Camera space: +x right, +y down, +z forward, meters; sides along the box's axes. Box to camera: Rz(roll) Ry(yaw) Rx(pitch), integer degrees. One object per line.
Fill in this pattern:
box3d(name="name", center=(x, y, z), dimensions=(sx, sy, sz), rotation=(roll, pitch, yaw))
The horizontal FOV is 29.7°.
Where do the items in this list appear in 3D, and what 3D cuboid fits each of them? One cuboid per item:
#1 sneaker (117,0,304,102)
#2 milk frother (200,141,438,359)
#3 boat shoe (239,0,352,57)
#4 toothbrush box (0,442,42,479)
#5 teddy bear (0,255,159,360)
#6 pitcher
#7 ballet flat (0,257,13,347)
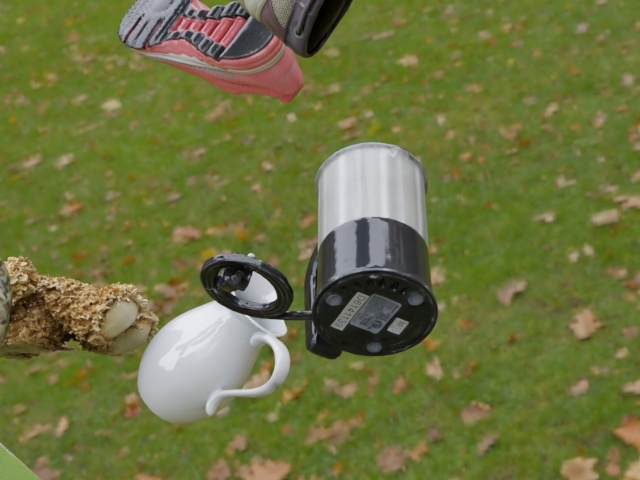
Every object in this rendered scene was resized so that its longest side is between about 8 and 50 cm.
box3d(name="sneaker", center=(-0.145, -0.242, 1.567), dimensions=(0.314, 0.136, 0.116), rotation=(24, 72, 42))
box3d(name="milk frother", center=(0.000, 0.000, 0.837), dimensions=(0.129, 0.143, 0.134), rotation=(-35, 33, 28))
box3d(name="boat shoe", center=(0.040, -0.266, 1.005), dimensions=(0.285, 0.092, 0.103), rotation=(-45, -5, 36))
box3d(name="toothbrush box", center=(-0.387, 0.219, 1.147), dimensions=(0.206, 0.283, 0.122), rotation=(8, 55, 45))
box3d(name="teddy bear", center=(-0.371, 0.085, 1.516), dimensions=(0.338, 0.113, 0.245), rotation=(-4, -16, 18))
box3d(name="pitcher", center=(-0.125, 0.151, 1.474), dimensions=(0.207, 0.125, 0.177), rotation=(-44, 43, 23))
box3d(name="ballet flat", center=(-0.311, 0.032, 0.326), dimensions=(0.483, 0.164, 0.182), rotation=(-6, -6, -39))
